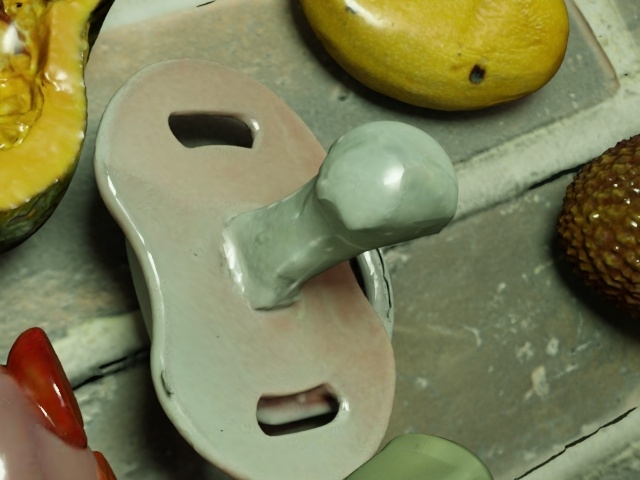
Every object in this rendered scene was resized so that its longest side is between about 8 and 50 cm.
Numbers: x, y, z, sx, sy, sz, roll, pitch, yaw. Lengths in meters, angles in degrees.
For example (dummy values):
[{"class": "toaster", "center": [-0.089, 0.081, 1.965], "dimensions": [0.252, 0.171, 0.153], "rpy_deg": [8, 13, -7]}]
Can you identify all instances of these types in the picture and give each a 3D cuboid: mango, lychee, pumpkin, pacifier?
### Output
[{"class": "mango", "center": [0.096, -0.191, 1.062], "dimensions": [0.262, 0.109, 0.157], "rpy_deg": [8, 77, -18]}, {"class": "lychee", "center": [0.305, -0.011, 1.055], "dimensions": [0.194, 0.194, 0.195], "rpy_deg": [9, 67, -23]}, {"class": "pumpkin", "center": [-0.254, -0.119, 0.846], "dimensions": [0.190, 0.139, 0.281], "rpy_deg": [19, 62, -19]}, {"class": "pacifier", "center": [-0.031, 0.012, 0.863], "dimensions": [0.220, 0.273, 0.332], "rpy_deg": [-15, 77, -13]}]

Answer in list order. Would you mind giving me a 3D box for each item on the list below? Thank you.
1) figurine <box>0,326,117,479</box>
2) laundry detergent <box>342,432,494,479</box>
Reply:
[{"class": "figurine", "center": [-0.215, 0.160, 0.745], "dimensions": [0.173, 0.173, 0.173], "rpy_deg": [9, 67, -23]}, {"class": "laundry detergent", "center": [0.058, 0.227, 0.850], "dimensions": [0.253, 0.091, 0.181], "rpy_deg": [-34, 126, -55]}]
